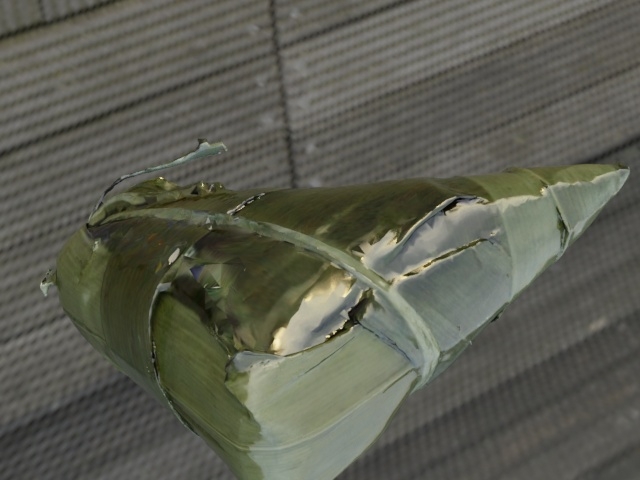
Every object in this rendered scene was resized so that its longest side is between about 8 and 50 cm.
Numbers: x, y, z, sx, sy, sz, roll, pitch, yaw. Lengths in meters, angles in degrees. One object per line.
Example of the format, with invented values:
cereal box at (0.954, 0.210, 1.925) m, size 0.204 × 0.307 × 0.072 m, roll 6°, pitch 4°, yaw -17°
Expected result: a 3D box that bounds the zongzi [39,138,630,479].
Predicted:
zongzi at (0.000, 0.000, 0.400) m, size 0.119 × 0.109 × 0.055 m, roll -38°, pitch 131°, yaw -19°
